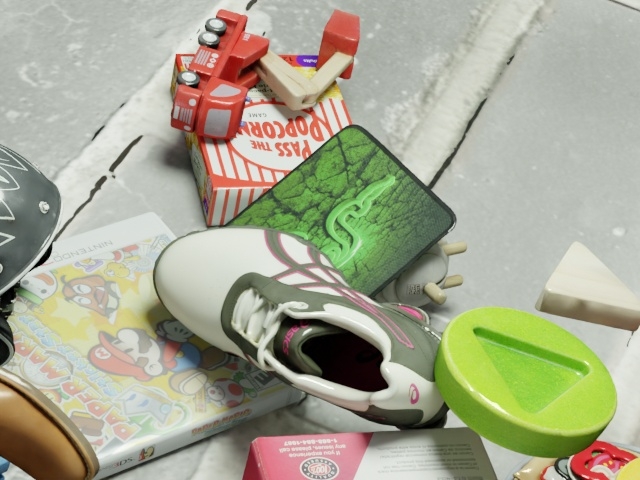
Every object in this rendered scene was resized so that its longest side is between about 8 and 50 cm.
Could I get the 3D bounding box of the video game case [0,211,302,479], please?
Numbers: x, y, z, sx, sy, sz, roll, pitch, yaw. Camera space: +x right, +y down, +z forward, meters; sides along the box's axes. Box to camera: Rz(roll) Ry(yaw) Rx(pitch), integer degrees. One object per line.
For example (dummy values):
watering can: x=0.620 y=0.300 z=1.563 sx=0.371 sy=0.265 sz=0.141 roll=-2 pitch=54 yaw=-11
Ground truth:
video game case: x=-0.159 y=0.077 z=1.474 sx=0.206 sy=0.026 sz=0.227 roll=-19 pitch=50 yaw=-32

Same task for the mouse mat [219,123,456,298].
mouse mat: x=0.000 y=0.000 z=1.542 sx=0.190 sy=0.007 sz=0.152 roll=-41 pitch=54 yaw=-6

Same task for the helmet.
helmet: x=-0.272 y=0.001 z=1.389 sx=0.169 sy=0.161 sz=0.169 roll=1 pitch=47 yaw=-1

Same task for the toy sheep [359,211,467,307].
toy sheep: x=0.069 y=0.015 z=1.562 sx=0.091 sy=0.091 sz=0.132 roll=-12 pitch=29 yaw=-27

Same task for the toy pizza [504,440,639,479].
toy pizza: x=0.230 y=0.219 z=1.410 sx=0.201 sy=0.032 sz=0.201 roll=8 pitch=40 yaw=-7

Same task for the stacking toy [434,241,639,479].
stacking toy: x=0.216 y=0.157 z=1.365 sx=0.279 sy=0.130 sz=0.309 roll=35 pitch=35 yaw=18

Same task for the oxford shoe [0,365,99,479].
oxford shoe: x=-0.239 y=0.109 z=1.200 sx=0.212 sy=0.076 sz=0.076 roll=35 pitch=53 yaw=-14

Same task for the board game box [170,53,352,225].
board game box: x=-0.045 y=-0.092 z=1.686 sx=0.147 sy=0.045 sz=0.193 roll=-2 pitch=42 yaw=-17

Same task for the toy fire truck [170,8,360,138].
toy fire truck: x=-0.046 y=-0.149 z=1.678 sx=0.135 sy=0.047 sz=0.192 roll=17 pitch=41 yaw=3

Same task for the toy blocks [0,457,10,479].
toy blocks: x=-0.318 y=0.150 z=1.257 sx=0.381 sy=0.190 sz=0.261 roll=38 pitch=34 yaw=25

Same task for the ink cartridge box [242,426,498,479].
ink cartridge box: x=0.052 y=0.246 z=1.277 sx=0.172 sy=0.100 sz=0.237 roll=-1 pitch=41 yaw=-17

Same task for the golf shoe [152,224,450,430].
golf shoe: x=-0.020 y=0.055 z=1.390 sx=0.273 sy=0.105 sz=0.120 roll=22 pitch=5 yaw=26
